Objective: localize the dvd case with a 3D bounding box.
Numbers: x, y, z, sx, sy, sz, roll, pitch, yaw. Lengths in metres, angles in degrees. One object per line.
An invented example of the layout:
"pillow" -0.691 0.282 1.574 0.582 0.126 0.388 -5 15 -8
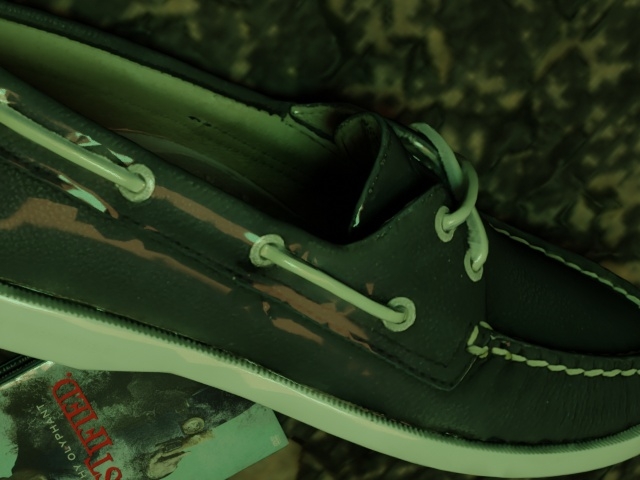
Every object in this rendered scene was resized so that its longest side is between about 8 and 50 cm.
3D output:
"dvd case" -0.079 0.069 0.708 0.119 0.013 0.087 -27 124 -4

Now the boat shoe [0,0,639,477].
"boat shoe" 0.000 0.000 0.640 0.302 0.114 0.091 12 119 -27
